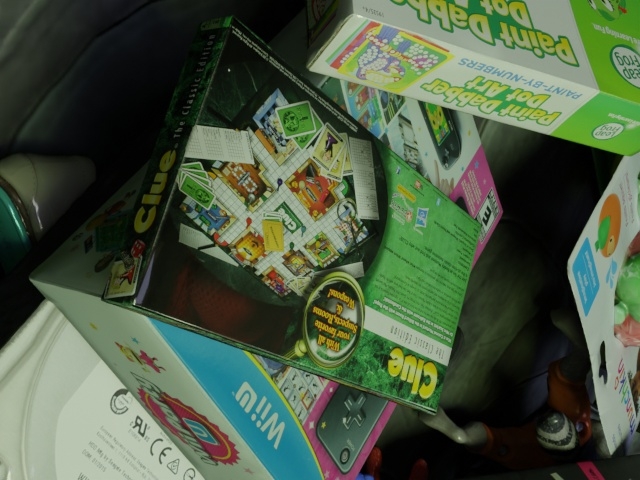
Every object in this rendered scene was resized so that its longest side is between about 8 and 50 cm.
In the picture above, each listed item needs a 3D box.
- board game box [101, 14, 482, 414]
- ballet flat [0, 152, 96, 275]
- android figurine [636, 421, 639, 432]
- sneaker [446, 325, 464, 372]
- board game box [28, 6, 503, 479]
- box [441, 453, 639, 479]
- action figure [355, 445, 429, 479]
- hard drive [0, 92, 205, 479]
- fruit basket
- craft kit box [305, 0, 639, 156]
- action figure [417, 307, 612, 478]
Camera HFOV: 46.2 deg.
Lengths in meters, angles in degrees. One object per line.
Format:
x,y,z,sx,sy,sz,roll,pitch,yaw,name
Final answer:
0.010,0.007,0.414,0.259,0.030,0.136,31,69,-48,board game box
-0.171,0.054,0.535,0.086,0.086,0.248,-17,119,-28,ballet flat
0.473,0.118,0.924,0.273,0.056,0.248,-47,175,-19,android figurine
0.069,0.112,0.740,0.170,0.051,0.089,-30,130,-15,sneaker
0.000,0.000,0.498,0.303,0.097,0.224,-53,132,-31,board game box
0.231,0.327,0.731,0.270,0.143,0.165,-6,124,-4,box
-0.001,0.184,0.692,0.280,0.091,0.139,14,80,-51,action figure
-0.092,0.064,0.522,0.339,0.064,0.237,-56,134,-30,hard drive
0.355,0.019,0.771,0.353,0.165,0.327,-56,135,-35,fruit basket
0.103,-0.191,0.478,0.250,0.061,0.247,8,66,-27,craft kit box
0.243,0.287,0.871,0.341,0.178,0.330,-41,120,-12,action figure
